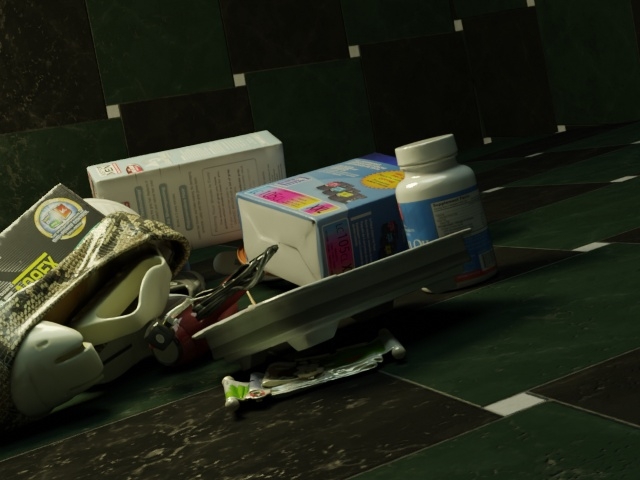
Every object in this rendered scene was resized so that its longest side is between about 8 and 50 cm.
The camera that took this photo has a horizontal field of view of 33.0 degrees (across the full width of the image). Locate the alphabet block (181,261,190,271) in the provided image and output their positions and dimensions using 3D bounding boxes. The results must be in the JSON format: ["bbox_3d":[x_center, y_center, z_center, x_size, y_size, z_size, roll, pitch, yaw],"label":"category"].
[{"bbox_3d":[-0.398,0.018,2.326,0.197,0.193,0.192,-15,-29,-3],"label":"alphabet block"}]

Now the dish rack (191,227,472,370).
[{"bbox_3d":[0.024,0.084,1.413,0.333,0.072,0.285,-19,-5,-32],"label":"dish rack"}]

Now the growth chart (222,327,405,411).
[{"bbox_3d":[-0.009,0.154,1.302,0.237,0.021,0.172,-16,5,-11],"label":"growth chart"}]

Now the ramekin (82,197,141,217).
[{"bbox_3d":[-0.389,0.069,1.893,0.273,0.272,0.127,-18,20,-24],"label":"ramekin"}]

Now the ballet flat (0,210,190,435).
[{"bbox_3d":[-0.334,0.114,1.494,0.182,0.164,0.483,7,36,26],"label":"ballet flat"}]

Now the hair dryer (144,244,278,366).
[{"bbox_3d":[-0.145,0.104,1.559,0.224,0.080,0.293,-33,-1,-10],"label":"hair dryer"}]

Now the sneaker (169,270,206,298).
[{"bbox_3d":[-0.350,0.113,2.158,0.229,0.086,0.132,-13,9,8],"label":"sneaker"}]

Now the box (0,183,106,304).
[{"bbox_3d":[-0.420,0.061,1.704,0.270,0.216,0.060,-48,-11,-35],"label":"box"}]

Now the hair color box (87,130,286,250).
[{"bbox_3d":[-0.257,-0.086,2.154,0.375,0.185,0.113,-13,23,-16],"label":"hair color box"}]

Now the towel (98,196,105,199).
[{"bbox_3d":[-0.485,0.074,2.007,0.284,0.235,0.121,-23,22,-12],"label":"towel"}]

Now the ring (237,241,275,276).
[{"bbox_3d":[0.000,0.000,2.155,0.337,0.032,0.336,-6,19,2],"label":"ring"}]

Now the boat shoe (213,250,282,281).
[{"bbox_3d":[-0.132,0.059,2.222,0.184,0.066,0.063,-4,-19,29],"label":"boat shoe"}]

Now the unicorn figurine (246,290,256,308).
[{"bbox_3d":[-0.069,0.118,1.621,0.162,0.060,0.111,4,5,26],"label":"unicorn figurine"}]

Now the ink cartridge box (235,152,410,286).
[{"bbox_3d":[0.083,-0.049,2.004,0.396,0.151,0.270,-17,22,-32],"label":"ink cartridge box"}]

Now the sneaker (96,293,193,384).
[{"bbox_3d":[-0.295,0.147,1.679,0.091,0.094,0.258,-4,13,38],"label":"sneaker"}]

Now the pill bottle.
[{"bbox_3d":[0.183,-0.042,1.627,0.124,0.221,0.124,-15,6,2],"label":"pill bottle"}]
